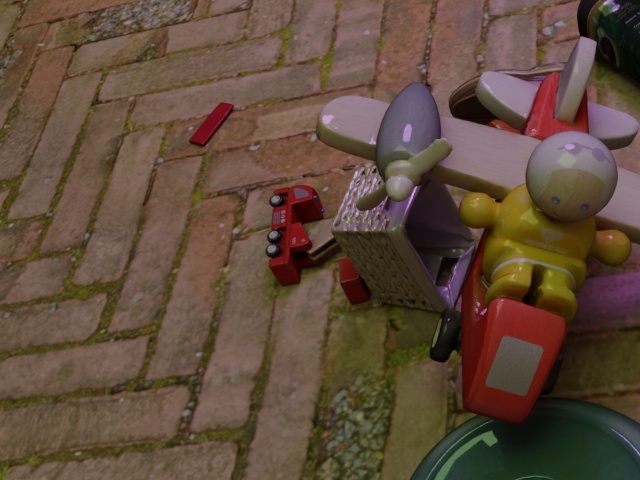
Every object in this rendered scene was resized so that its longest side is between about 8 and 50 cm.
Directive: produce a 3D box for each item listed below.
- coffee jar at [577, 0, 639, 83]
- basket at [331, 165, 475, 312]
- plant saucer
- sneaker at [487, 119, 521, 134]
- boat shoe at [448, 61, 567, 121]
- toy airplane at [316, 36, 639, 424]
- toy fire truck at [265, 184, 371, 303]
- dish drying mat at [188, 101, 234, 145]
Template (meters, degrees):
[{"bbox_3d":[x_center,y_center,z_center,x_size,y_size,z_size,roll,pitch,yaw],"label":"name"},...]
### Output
[{"bbox_3d":[0.409,-0.256,1.454,0.079,0.096,0.184,-34,47,-8],"label":"coffee jar"},{"bbox_3d":[0.099,-0.005,1.347,0.103,0.167,0.113,2,54,33],"label":"basket"},{"bbox_3d":[0.215,0.287,1.130,0.317,0.044,0.318,-13,49,16],"label":"plant saucer"},{"bbox_3d":[0.273,-0.098,1.424,0.067,0.064,0.175,-24,48,-23],"label":"sneaker"},{"bbox_3d":[0.255,-0.186,1.491,0.178,0.064,0.060,-10,47,15],"label":"boat shoe"},{"bbox_3d":[0.241,-0.052,1.173,0.386,0.272,0.384,-25,75,-13],"label":"toy airplane"},{"bbox_3d":[0.000,0.000,1.469,0.135,0.047,0.192,-12,48,16],"label":"toy fire truck"},{"bbox_3d":[-0.165,-0.177,1.724,0.032,0.008,0.083,18,63,36],"label":"dish drying mat"}]
